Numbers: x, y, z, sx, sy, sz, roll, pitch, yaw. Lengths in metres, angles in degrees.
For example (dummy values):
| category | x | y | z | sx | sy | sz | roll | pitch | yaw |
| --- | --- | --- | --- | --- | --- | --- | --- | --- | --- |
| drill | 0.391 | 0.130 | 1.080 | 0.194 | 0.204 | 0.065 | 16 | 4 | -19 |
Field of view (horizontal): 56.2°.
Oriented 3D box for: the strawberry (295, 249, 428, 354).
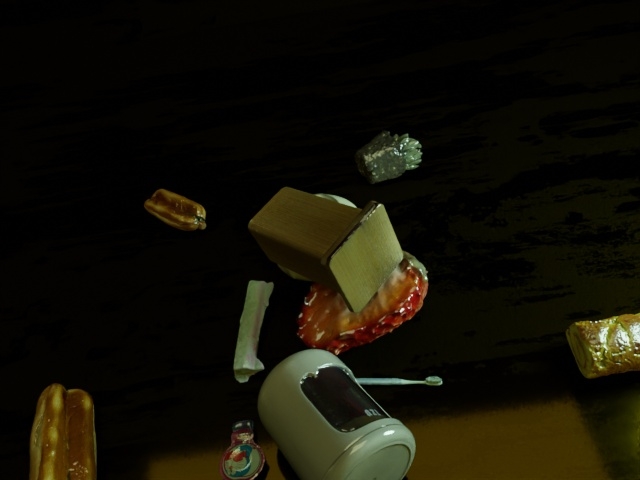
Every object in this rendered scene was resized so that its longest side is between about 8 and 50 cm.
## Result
| category | x | y | z | sx | sy | sz | roll | pitch | yaw |
| --- | --- | --- | --- | --- | --- | --- | --- | --- | --- |
| strawberry | 0.099 | 0.153 | 1.409 | 0.336 | 0.149 | 0.265 | -41 | 47 | -16 |

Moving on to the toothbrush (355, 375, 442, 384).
| category | x | y | z | sx | sy | sz | roll | pitch | yaw |
| --- | --- | --- | --- | --- | --- | --- | --- | --- | --- |
| toothbrush | 0.154 | 0.308 | 1.307 | 0.220 | 0.019 | 0.016 | -2 | 47 | 9 |

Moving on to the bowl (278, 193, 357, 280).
| category | x | y | z | sx | sy | sz | roll | pitch | yaw |
| --- | --- | --- | --- | --- | --- | --- | --- | --- | --- |
| bowl | -0.002 | -0.032 | 1.633 | 0.277 | 0.145 | 0.277 | -5 | 40 | 4 |

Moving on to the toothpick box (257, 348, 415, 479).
| category | x | y | z | sx | sy | sz | roll | pitch | yaw |
| --- | --- | --- | --- | --- | --- | --- | --- | --- | --- |
| toothpick box | 0.004 | 0.356 | 1.159 | 0.229 | 0.228 | 0.316 | -30 | 43 | -20 |

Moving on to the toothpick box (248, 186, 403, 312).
| category | x | y | z | sx | sy | sz | roll | pitch | yaw |
| --- | --- | --- | --- | --- | --- | --- | --- | --- | --- |
| toothpick box | 0.000 | 0.000 | 1.370 | 0.308 | 0.190 | 0.187 | 22 | 63 | 43 |

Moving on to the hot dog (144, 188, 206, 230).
| category | x | y | z | sx | sy | sz | roll | pitch | yaw |
| --- | --- | --- | --- | --- | --- | --- | --- | --- | --- |
| hot dog | -0.445 | -0.089 | 1.842 | 0.250 | 0.068 | 0.100 | 24 | 65 | 35 |

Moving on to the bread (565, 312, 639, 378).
| category | x | y | z | sx | sy | sz | roll | pitch | yaw |
| --- | --- | --- | --- | --- | --- | --- | --- | --- | --- |
| bread | 0.620 | 0.215 | 1.248 | 0.172 | 0.103 | 0.131 | -6 | 48 | 0 |

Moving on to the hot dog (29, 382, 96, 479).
| category | x | y | z | sx | sy | sz | roll | pitch | yaw |
| --- | --- | --- | --- | --- | --- | --- | --- | --- | --- |
| hot dog | -0.539 | 0.432 | 1.250 | 0.135 | 0.100 | 0.337 | 22 | 24 | -34 |

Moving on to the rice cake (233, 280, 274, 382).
| category | x | y | z | sx | sy | sz | roll | pitch | yaw |
| --- | --- | --- | --- | --- | --- | --- | --- | --- | --- |
| rice cake | -0.158 | 0.211 | 1.459 | 0.081 | 0.051 | 0.290 | -11 | 42 | 13 |

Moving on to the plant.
| category | x | y | z | sx | sy | sz | roll | pitch | yaw |
| --- | --- | --- | --- | --- | --- | --- | --- | --- | --- |
| plant | 0.210 | -0.262 | 1.850 | 0.195 | 0.129 | 0.132 | -24 | 43 | -11 |

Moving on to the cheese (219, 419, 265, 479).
| category | x | y | z | sx | sy | sz | roll | pitch | yaw |
| --- | --- | --- | --- | --- | --- | --- | --- | --- | --- |
| cheese | -0.159 | 0.433 | 1.219 | 0.095 | 0.038 | 0.145 | -9 | 42 | 2 |
